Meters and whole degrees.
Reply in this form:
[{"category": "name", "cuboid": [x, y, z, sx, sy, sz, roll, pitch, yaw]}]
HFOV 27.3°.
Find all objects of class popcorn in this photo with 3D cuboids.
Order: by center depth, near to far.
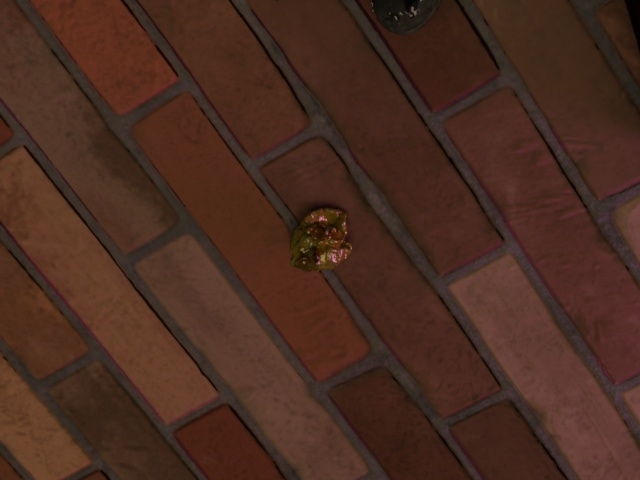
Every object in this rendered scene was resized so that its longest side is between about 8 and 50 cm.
[{"category": "popcorn", "cuboid": [-0.003, -0.002, 1.477, 0.059, 0.068, 0.083, 28, 94, -52]}]

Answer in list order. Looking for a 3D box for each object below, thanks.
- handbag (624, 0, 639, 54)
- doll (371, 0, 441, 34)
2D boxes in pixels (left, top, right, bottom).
[{"category": "handbag", "cuboid": [0.346, -0.166, 1.245, 0.084, 0.260, 0.275, -14, 115, 10]}, {"category": "doll", "cuboid": [0.076, -0.318, 1.259, 0.341, 0.158, 0.245, -5, 103, 12]}]
